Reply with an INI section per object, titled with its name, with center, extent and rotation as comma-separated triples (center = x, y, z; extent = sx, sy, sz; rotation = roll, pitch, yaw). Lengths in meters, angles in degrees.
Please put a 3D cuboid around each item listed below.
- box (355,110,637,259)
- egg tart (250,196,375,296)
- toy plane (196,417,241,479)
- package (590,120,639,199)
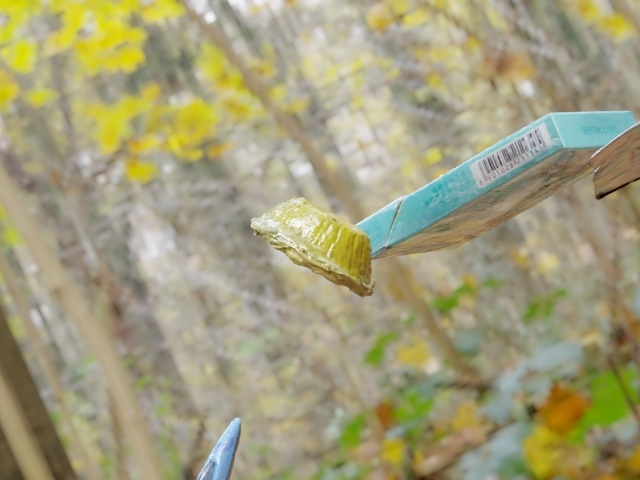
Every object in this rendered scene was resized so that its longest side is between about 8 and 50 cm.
[box]
center = 0.161, -0.051, 1.736
extent = 0.229, 0.041, 0.162
rotation = -30, -14, 33
[egg tart]
center = 0.000, 0.000, 1.293
extent = 0.039, 0.105, 0.105
rotation = -62, -12, 4
[toy plane]
center = -0.104, 0.267, 1.584
extent = 0.169, 0.246, 0.078
rotation = 6, -26, 37
[package]
center = 0.329, -0.096, 1.489
extent = 0.250, 0.062, 0.204
rotation = -16, -14, 6
